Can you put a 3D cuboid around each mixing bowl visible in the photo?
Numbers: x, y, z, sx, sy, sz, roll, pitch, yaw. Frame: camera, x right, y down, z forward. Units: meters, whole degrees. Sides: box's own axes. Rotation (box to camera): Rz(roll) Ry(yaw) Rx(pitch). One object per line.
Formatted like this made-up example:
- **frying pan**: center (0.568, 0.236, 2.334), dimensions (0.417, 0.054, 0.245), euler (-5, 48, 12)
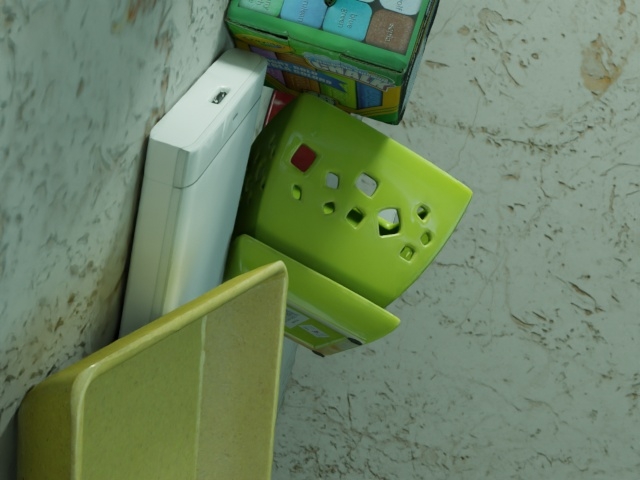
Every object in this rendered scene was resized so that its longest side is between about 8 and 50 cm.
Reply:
- **mixing bowl**: center (-0.015, -0.160, 1.447), dimensions (0.181, 0.098, 0.181), euler (16, 90, -86)

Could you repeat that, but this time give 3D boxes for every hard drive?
- **hard drive**: center (-0.128, 0.022, 0.985), dimensions (0.233, 0.047, 0.353), euler (-66, 173, -60)

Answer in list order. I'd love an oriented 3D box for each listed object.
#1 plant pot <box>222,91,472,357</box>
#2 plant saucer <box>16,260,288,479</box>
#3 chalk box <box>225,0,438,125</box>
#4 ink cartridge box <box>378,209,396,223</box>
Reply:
- **plant pot**: center (0.000, 0.000, 1.193), dimensions (0.207, 0.227, 0.228), euler (-65, -168, -18)
- **plant saucer**: center (-0.133, 0.199, 0.812), dimensions (0.333, 0.081, 0.332), euler (-29, 127, -67)
- **chalk box**: center (0.022, -0.247, 1.023), dimensions (0.289, 0.179, 0.180), euler (70, 38, -82)
- **ink cartridge box**: center (0.040, -0.034, 2.032), dimensions (0.273, 0.197, 0.114), euler (0, 107, -86)
